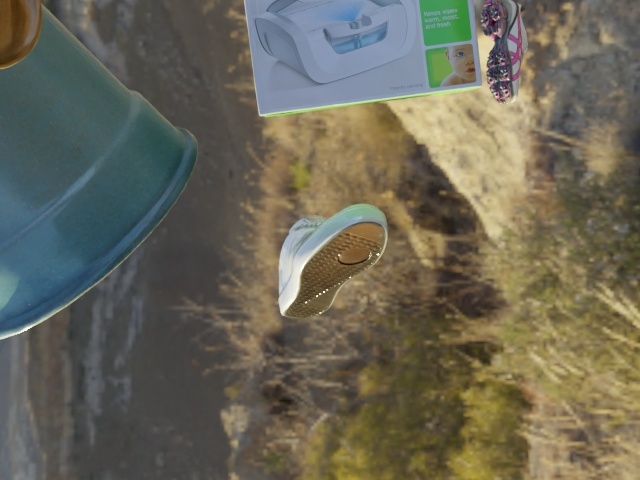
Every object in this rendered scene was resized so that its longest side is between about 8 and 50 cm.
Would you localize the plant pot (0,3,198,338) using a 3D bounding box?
[{"bbox_3d":[-0.368,-0.129,1.112,0.334,0.341,0.341,52,180,-26],"label":"plant pot"}]

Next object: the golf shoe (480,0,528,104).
[{"bbox_3d":[0.339,-0.335,1.806,0.067,0.086,0.186,1,96,62],"label":"golf shoe"}]

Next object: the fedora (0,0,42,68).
[{"bbox_3d":[-0.240,-0.192,0.625,0.079,0.194,0.194,-44,41,31],"label":"fedora"}]

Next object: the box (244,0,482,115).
[{"bbox_3d":[0.043,-0.276,1.208,0.127,0.262,0.231,-95,-2,-83],"label":"box"}]

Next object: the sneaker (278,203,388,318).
[{"bbox_3d":[0.000,0.000,1.383,0.290,0.106,0.123,131,137,-56],"label":"sneaker"}]
